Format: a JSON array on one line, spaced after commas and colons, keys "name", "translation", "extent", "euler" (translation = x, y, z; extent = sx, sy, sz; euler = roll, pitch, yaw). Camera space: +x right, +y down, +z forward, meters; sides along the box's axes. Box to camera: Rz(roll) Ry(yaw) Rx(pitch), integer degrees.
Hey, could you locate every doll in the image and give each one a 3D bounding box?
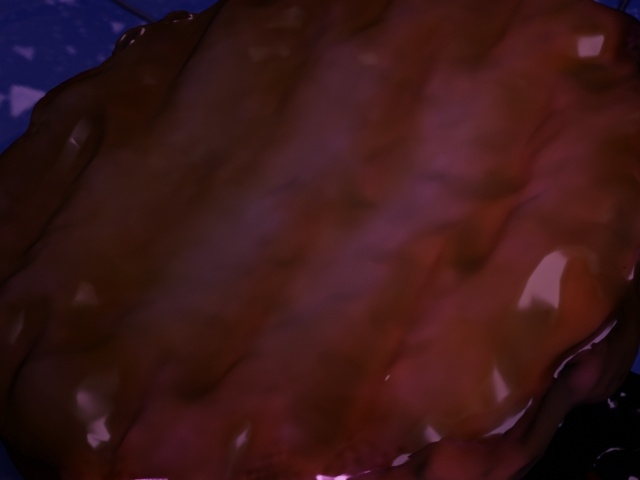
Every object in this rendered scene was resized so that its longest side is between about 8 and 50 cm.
[{"name": "doll", "translation": [0.111, 0.079, 0.739], "extent": [0.248, 0.127, 0.088], "euler": [21, 83, 1]}]

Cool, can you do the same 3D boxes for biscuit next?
[{"name": "biscuit", "translation": [0.000, 0.000, 0.681], "extent": [0.325, 0.107, 0.326], "euler": [-13, 46, 14]}]
